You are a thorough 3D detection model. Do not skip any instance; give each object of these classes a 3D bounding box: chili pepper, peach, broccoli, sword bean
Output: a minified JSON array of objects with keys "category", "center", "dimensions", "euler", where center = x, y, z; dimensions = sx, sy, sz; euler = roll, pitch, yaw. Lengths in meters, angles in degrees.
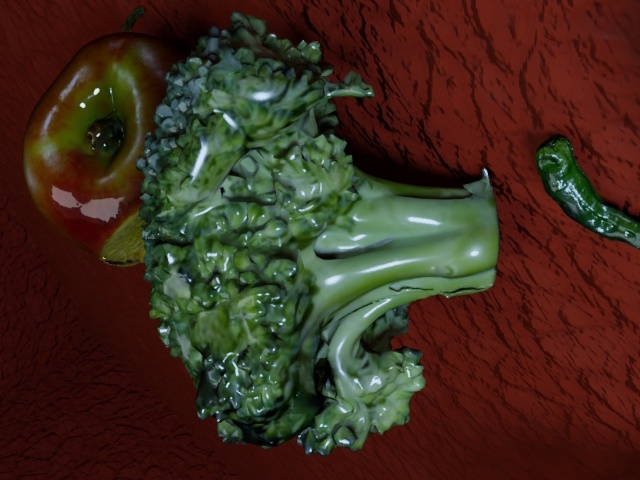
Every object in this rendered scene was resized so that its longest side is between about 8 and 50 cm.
[{"category":"chili pepper","center":[0.195,-0.023,0.570],"dimensions":[0.118,0.035,0.055],"euler":[47,174,15]},{"category":"peach","center":[-0.197,-0.101,0.921],"dimensions":[0.275,0.248,0.246],"euler":[68,-168,-73]},{"category":"broccoli","center":[-0.020,0.013,0.711],"dimensions":[0.317,0.339,0.277],"euler":[26,-176,2]},{"category":"sword bean","center":[-0.227,-0.269,0.971],"dimensions":[0.012,0.012,0.083],"euler":[56,157,-14]}]
